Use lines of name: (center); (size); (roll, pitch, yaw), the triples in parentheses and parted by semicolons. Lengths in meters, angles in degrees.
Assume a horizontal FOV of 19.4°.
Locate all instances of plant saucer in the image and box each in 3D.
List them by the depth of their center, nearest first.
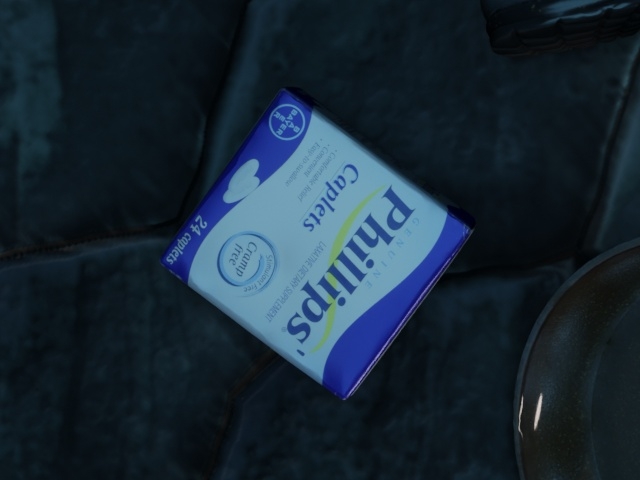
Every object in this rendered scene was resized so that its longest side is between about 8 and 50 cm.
plant saucer: (0.243, 0.133, 1.011); (0.311, 0.050, 0.310); (22, 124, 36)

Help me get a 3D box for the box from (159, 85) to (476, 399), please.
box: (0.000, 0.000, 1.086); (0.137, 0.072, 0.126); (36, 96, 1)

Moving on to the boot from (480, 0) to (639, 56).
boot: (0.210, -0.254, 1.048); (0.338, 0.118, 0.222); (-24, 88, -6)
